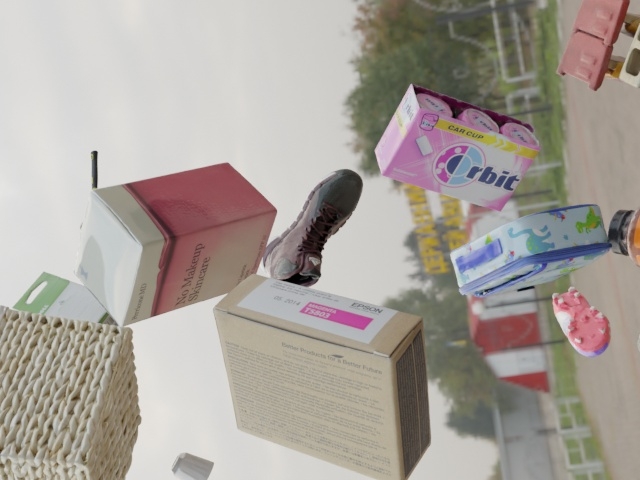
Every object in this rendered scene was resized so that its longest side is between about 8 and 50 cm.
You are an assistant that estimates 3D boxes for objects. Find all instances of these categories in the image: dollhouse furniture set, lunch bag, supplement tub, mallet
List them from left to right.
[{"bbox_3d":[-0.476,-0.097,2.068,0.039,0.062,0.189,15,-128,-40],"label":"mallet"},{"bbox_3d":[0.304,0.019,1.473,0.219,0.176,0.090,143,116,-63],"label":"lunch bag"},{"bbox_3d":[0.528,-0.003,1.463,0.106,0.198,0.106,-10,-76,-44],"label":"supplement tub"},{"bbox_3d":[0.556,-0.267,1.527,0.374,0.201,0.152,-126,48,-61],"label":"dollhouse furniture set"}]

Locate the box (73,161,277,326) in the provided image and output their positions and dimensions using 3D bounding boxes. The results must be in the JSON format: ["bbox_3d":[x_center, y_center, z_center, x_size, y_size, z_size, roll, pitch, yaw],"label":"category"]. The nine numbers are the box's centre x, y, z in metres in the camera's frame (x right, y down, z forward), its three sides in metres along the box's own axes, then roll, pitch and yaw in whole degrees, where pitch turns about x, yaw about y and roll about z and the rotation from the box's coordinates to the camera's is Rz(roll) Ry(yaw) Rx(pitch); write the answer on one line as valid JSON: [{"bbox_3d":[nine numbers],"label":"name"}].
[{"bbox_3d":[-0.197,0.001,1.359,0.127,0.232,0.148,43,131,29],"label":"box"}]

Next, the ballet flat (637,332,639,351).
[{"bbox_3d":[0.475,0.141,1.256,0.250,0.084,0.058,159,132,-77],"label":"ballet flat"}]

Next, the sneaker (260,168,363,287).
[{"bbox_3d":[0.000,0.000,1.953,0.106,0.281,0.162,32,-162,-29],"label":"sneaker"}]

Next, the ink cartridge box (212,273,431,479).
[{"bbox_3d":[0.005,0.159,1.152,0.088,0.235,0.193,-42,-43,-45],"label":"ink cartridge box"}]

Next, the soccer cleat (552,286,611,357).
[{"bbox_3d":[0.507,0.172,1.906,0.248,0.083,0.095,-98,-16,-70],"label":"soccer cleat"}]

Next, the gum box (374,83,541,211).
[{"bbox_3d":[0.179,-0.115,1.270,0.062,0.188,0.107,-101,32,-50],"label":"gum box"}]

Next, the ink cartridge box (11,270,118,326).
[{"bbox_3d":[-0.509,0.145,2.015,0.109,0.209,0.062,-56,-33,-29],"label":"ink cartridge box"}]

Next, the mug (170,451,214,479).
[{"bbox_3d":[-0.238,0.419,1.807,0.062,0.064,0.078,-64,8,-26],"label":"mug"}]

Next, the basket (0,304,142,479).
[{"bbox_3d":[-0.486,0.346,1.756,0.331,0.267,0.328,-82,-3,-47],"label":"basket"}]
